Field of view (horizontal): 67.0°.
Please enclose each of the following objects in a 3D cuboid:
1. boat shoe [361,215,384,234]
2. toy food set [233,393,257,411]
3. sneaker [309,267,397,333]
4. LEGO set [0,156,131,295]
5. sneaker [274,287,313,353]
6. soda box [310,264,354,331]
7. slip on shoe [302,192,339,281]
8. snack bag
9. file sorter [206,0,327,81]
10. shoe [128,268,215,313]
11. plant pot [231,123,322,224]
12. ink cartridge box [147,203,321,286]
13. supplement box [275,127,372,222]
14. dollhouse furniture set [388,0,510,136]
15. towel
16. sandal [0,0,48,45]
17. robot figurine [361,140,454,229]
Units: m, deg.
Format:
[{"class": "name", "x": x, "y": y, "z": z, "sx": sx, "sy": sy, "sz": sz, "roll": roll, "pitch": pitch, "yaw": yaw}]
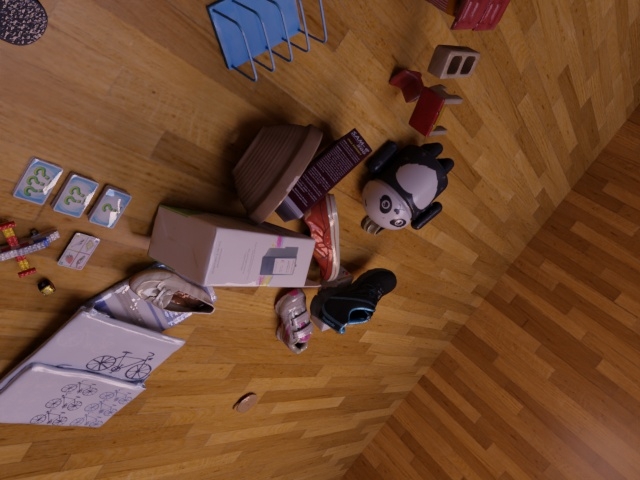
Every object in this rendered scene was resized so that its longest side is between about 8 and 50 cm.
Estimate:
[{"class": "boat shoe", "x": 0.220, "y": -0.068, "z": 1.514, "sx": 0.190, "sy": 0.072, "sz": 0.068, "roll": -33, "pitch": 143, "yaw": -21}, {"class": "toy food set", "x": -0.253, "y": 0.558, "z": 1.659, "sx": 0.083, "sy": 0.020, "sz": 0.082, "roll": -49, "pitch": 146, "yaw": 1}, {"class": "sneaker", "x": 0.130, "y": 0.191, "z": 1.489, "sx": 0.341, "sy": 0.139, "sz": 0.125, "roll": -20, "pitch": 135, "yaw": -37}, {"class": "LEGO set", "x": -0.469, "y": -0.004, "z": 0.851, "sx": 0.244, "sy": 0.060, "sz": 0.182, "roll": -54, "pitch": 141, "yaw": 9}, {"class": "sneaker", "x": -0.069, "y": 0.250, "z": 1.477, "sx": 0.103, "sy": 0.111, "sz": 0.252, "roll": -27, "pitch": 140, "yaw": -27}, {"class": "soda box", "x": 0.035, "y": 0.189, "z": 1.568, "sx": 0.074, "sy": 0.069, "sz": 0.216, "roll": -15, "pitch": 133, "yaw": -39}, {"class": "slip on shoe", "x": 0.000, "y": 0.000, "z": 1.330, "sx": 0.101, "sy": 0.123, "sz": 0.331, "roll": -7, "pitch": 143, "yaw": -1}, {"class": "snack bag", "x": -0.509, "y": 0.300, "z": 1.076, "sx": 0.342, "sy": 0.037, "sz": 0.323, "roll": -41, "pitch": 145, "yaw": 5}, {"class": "file sorter", "x": -0.088, "y": -0.377, "z": 0.854, "sx": 0.170, "sy": 0.104, "sz": 0.118, "roll": -35, "pitch": 143, "yaw": -17}, {"class": "shoe", "x": -0.320, "y": 0.119, "z": 1.069, "sx": 0.076, "sy": 0.058, "sz": 0.219, "roll": -52, "pitch": 142, "yaw": 6}, {"class": "plant pot", "x": -0.107, "y": -0.159, "z": 0.999, "sx": 0.110, "sy": 0.237, "sz": 0.237, "roll": 35, "pitch": 98, "yaw": -14}, {"class": "ink cartridge box", "x": -0.160, "y": 0.018, "z": 1.057, "sx": 0.353, "sy": 0.207, "sz": 0.119, "roll": 8, "pitch": 99, "yaw": -51}, {"class": "supplement box", "x": -0.004, "y": -0.148, "z": 1.118, "sx": 0.239, "sy": 0.130, "sz": 0.073, "roll": -44, "pitch": 102, "yaw": -15}, {"class": "dollhouse furniture set", "x": 0.243, "y": -0.441, "z": 1.079, "sx": 0.152, "sy": 0.201, "sz": 0.374, "roll": -17, "pitch": 141, "yaw": -38}, {"class": "towel", "x": -0.382, "y": 0.146, "z": 1.108, "sx": 0.285, "sy": 0.034, "sz": 0.209, "roll": -31, "pitch": 141, "yaw": -23}, {"class": "sandal", "x": -0.452, "y": -0.326, "z": 0.567, "sx": 0.097, "sy": 0.054, "sz": 0.254, "roll": -41, "pitch": 155, "yaw": 3}, {"class": "robot figurine", "x": 0.246, "y": -0.156, "z": 1.364, "sx": 0.278, "sy": 0.209, "sz": 0.173, "roll": -43, "pitch": 158, "yaw": -8}]
